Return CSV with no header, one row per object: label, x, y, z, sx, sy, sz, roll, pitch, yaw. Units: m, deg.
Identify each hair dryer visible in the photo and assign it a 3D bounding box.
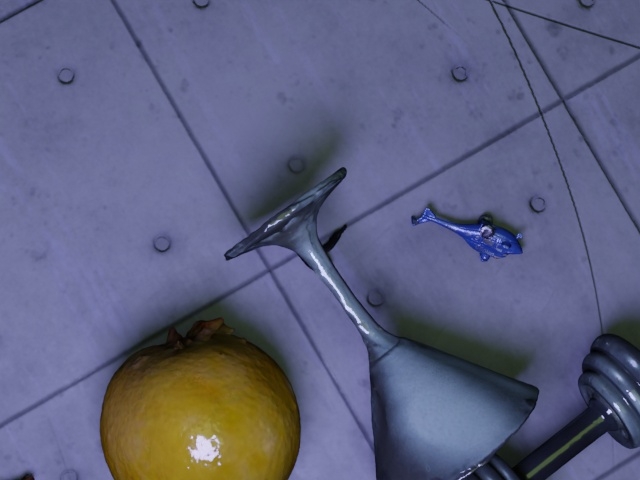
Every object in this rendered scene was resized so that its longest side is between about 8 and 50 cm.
hair dryer,0.000,0.000,1.785,0.079,0.031,0.083,42,70,8

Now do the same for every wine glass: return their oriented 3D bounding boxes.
wine glass,0.067,0.122,1.656,0.267,0.267,0.406,-37,90,-6

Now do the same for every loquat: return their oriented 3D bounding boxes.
loquat,-0.153,0.237,1.637,0.275,0.275,0.274,0,86,-5

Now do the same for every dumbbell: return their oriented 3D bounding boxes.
dumbbell,0.328,0.285,1.704,0.406,0.179,0.179,-36,89,-9

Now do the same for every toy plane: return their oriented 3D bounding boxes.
toy plane,0.212,-0.009,1.790,0.167,0.054,0.062,21,110,-4

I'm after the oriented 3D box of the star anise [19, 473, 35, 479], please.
star anise,-0.516,0.352,1.698,0.157,0.053,0.212,44,85,-1
